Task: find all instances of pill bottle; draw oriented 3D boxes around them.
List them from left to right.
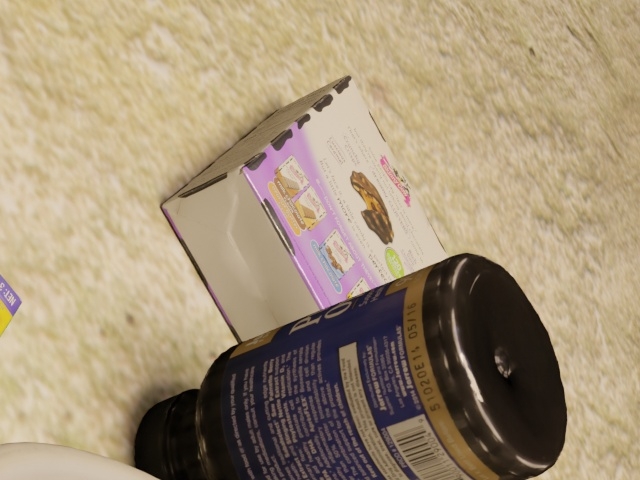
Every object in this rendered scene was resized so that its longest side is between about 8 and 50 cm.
[{"bbox_3d":[0.012,0.098,0.905,0.123,0.219,0.122,40,38,-41],"label":"pill bottle"}]

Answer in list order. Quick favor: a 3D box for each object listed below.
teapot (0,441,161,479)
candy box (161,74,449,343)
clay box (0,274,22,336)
[{"bbox_3d":[-0.104,0.217,0.673,0.256,0.187,0.252,28,16,-26],"label":"teapot"},{"bbox_3d":[0.000,0.000,1.116,0.164,0.070,0.196,61,29,-10],"label":"candy box"},{"bbox_3d":[-0.222,0.052,0.716,0.127,0.053,0.222,54,30,-21],"label":"clay box"}]
